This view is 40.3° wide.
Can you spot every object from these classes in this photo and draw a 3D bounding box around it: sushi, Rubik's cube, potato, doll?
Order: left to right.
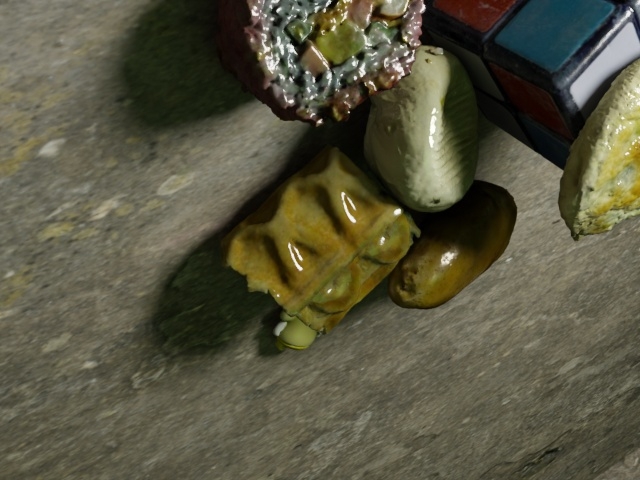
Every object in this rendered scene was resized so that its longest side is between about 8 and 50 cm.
[{"bbox_3d":[-0.025,0.126,1.546,0.106,0.062,0.163,7,118,-40],"label":"doll"},{"bbox_3d":[-0.003,-0.292,1.155,0.270,0.171,0.237,-35,109,-11],"label":"sushi"},{"bbox_3d":[0.229,0.009,1.532,0.369,0.195,0.177,-34,107,-54],"label":"potato"},{"bbox_3d":[0.405,-0.316,1.359,0.318,0.316,0.313,-47,138,0],"label":"Rubik's cube"}]

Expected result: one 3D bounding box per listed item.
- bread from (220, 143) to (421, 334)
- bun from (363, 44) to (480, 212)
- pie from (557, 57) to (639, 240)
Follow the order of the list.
[{"bbox_3d":[0.005,0.004,1.379,0.252,0.196,0.238,-51,140,0],"label":"bread"},{"bbox_3d":[0.152,-0.171,1.360,0.259,0.159,0.260,-2,92,-57],"label":"bun"},{"bbox_3d":[0.477,-0.139,1.265,0.337,0.075,0.338,-21,134,-24],"label":"pie"}]
